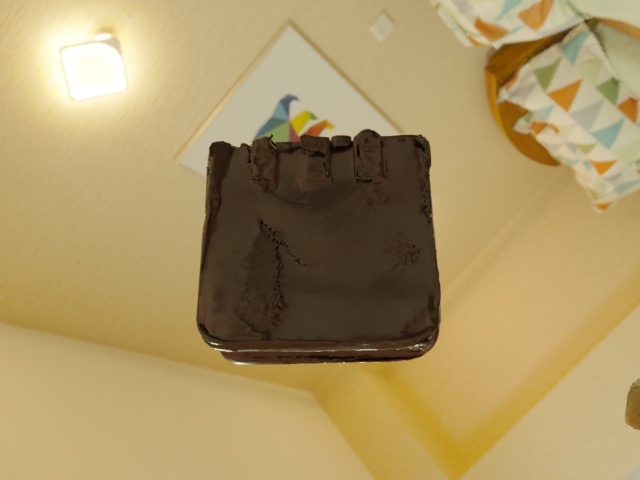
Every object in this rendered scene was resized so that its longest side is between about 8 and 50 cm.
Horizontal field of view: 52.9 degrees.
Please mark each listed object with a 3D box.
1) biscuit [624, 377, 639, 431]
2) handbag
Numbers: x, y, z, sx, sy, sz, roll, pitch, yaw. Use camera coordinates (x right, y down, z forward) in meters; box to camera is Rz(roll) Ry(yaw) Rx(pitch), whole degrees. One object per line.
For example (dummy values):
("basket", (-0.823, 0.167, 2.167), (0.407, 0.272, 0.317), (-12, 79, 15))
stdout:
("biscuit", (0.361, 0.154, 0.537), (0.188, 0.052, 0.056), (7, -171, 33))
("handbag", (0.000, 0.002, 0.569), (0.074, 0.203, 0.216), (81, -174, -64))
